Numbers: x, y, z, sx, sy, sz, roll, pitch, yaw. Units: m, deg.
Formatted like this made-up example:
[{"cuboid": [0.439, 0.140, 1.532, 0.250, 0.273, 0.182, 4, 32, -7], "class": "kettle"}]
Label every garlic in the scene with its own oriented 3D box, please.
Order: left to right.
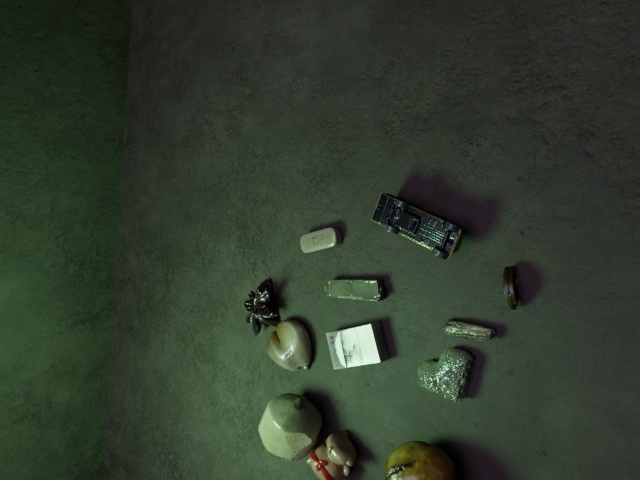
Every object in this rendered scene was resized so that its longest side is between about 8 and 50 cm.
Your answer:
[{"cuboid": [-0.136, 0.451, 2.143, 0.228, 0.110, 0.217, 40, 111, 33], "class": "garlic"}]

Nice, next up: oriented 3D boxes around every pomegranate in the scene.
[{"cuboid": [0.332, 0.802, 1.667, 0.260, 0.260, 0.261, 0, 90, 40], "class": "pomegranate"}]

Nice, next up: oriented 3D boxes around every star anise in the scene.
[{"cuboid": [-0.267, 0.305, 2.248, 0.283, 0.129, 0.212, -54, 52, 37], "class": "star anise"}]

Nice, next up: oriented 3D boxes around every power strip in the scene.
[{"cuboid": [0.127, 0.190, 1.954, 0.285, 0.048, 0.080, -3, 86, 40], "class": "power strip"}]

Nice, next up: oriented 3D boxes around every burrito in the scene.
[{"cuboid": [0.480, 0.298, 1.658, 0.188, 0.045, 0.058, 5, 68, 42], "class": "burrito"}]

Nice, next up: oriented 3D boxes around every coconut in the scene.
[{"cuboid": [-0.115, 0.747, 2.042, 0.245, 0.244, 0.247, 45, 125, 31], "class": "coconut"}]

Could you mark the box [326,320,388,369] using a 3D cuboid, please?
[{"cuboid": [0.137, 0.404, 1.934, 0.233, 0.067, 0.150, -21, 76, 39], "class": "box"}]

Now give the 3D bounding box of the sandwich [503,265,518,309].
[{"cuboid": [0.587, 0.147, 1.550, 0.029, 0.067, 0.135, -10, 84, 36], "class": "sandwich"}]

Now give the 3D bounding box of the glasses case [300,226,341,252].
[{"cuboid": [0.000, 0.000, 2.060, 0.196, 0.050, 0.083, -17, 77, 39], "class": "glasses case"}]

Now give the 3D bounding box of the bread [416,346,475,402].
[{"cuboid": [0.423, 0.463, 1.694, 0.232, 0.064, 0.173, -38, 65, 36], "class": "bread"}]

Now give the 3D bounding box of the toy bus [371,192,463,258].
[{"cuboid": [0.336, -0.054, 1.726, 0.335, 0.123, 0.121, 30, 107, 36], "class": "toy bus"}]

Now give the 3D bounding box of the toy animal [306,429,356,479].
[{"cuboid": [0.048, 0.856, 1.962, 0.198, 0.171, 0.171, -52, 59, 19], "class": "toy animal"}]
